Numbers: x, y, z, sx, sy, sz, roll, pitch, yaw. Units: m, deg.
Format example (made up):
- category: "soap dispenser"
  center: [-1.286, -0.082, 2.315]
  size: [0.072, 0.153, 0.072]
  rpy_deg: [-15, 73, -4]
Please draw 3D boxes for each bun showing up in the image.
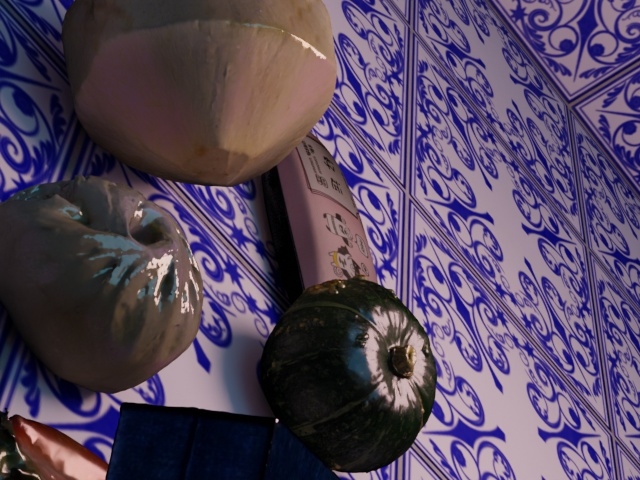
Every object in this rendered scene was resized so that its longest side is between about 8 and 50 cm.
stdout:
- category: "bun"
  center: [-0.175, 0.020, 1.395]
  size: [0.193, 0.128, 0.178]
  rpy_deg: [51, 24, -12]

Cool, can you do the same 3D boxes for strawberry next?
- category: "strawberry"
  center: [-0.180, 0.203, 1.191]
  size: [0.174, 0.098, 0.228]
  rpy_deg: [50, 6, 23]

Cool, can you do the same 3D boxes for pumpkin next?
- category: "pumpkin"
  center: [0.030, 0.127, 1.662]
  size: [0.190, 0.146, 0.190]
  rpy_deg: [46, 24, -27]

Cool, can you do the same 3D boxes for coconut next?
- category: "coconut"
  center: [-0.114, -0.159, 1.626]
  size: [0.259, 0.259, 0.259]
  rpy_deg: [46, 25, -28]

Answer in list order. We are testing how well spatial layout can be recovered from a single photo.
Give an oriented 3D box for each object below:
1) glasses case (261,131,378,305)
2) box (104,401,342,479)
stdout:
- category: "glasses case"
  center: [0.000, 0.000, 1.864]
  size: [0.122, 0.075, 0.314]
  rpy_deg: [38, 29, -45]
- category: "box"
  center: [-0.059, 0.269, 1.106]
  size: [0.279, 0.116, 0.261]
  rpy_deg: [53, 44, -61]
